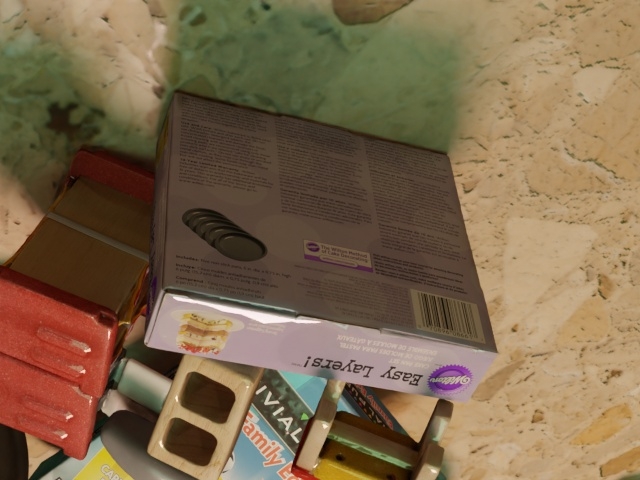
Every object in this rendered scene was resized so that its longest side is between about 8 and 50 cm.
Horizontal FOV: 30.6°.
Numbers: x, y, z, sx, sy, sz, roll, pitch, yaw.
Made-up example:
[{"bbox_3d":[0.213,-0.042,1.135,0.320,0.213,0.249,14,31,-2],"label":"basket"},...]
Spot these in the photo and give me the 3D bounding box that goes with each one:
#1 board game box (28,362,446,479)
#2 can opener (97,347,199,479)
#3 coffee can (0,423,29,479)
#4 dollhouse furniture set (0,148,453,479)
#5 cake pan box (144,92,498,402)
[{"bbox_3d":[-0.088,0.242,1.140,0.336,0.079,0.254,-37,98,18],"label":"board game box"},{"bbox_3d":[-0.212,0.124,1.045,0.280,0.093,0.074,30,118,6],"label":"can opener"},{"bbox_3d":[-0.442,0.212,1.074,0.275,0.201,0.201,-22,128,12],"label":"coffee can"},{"bbox_3d":[-0.083,0.094,0.950,0.374,0.201,0.152,23,125,1],"label":"dollhouse furniture set"},{"bbox_3d":[0.000,0.000,0.922,0.267,0.245,0.070,11,131,-16],"label":"cake pan box"}]
